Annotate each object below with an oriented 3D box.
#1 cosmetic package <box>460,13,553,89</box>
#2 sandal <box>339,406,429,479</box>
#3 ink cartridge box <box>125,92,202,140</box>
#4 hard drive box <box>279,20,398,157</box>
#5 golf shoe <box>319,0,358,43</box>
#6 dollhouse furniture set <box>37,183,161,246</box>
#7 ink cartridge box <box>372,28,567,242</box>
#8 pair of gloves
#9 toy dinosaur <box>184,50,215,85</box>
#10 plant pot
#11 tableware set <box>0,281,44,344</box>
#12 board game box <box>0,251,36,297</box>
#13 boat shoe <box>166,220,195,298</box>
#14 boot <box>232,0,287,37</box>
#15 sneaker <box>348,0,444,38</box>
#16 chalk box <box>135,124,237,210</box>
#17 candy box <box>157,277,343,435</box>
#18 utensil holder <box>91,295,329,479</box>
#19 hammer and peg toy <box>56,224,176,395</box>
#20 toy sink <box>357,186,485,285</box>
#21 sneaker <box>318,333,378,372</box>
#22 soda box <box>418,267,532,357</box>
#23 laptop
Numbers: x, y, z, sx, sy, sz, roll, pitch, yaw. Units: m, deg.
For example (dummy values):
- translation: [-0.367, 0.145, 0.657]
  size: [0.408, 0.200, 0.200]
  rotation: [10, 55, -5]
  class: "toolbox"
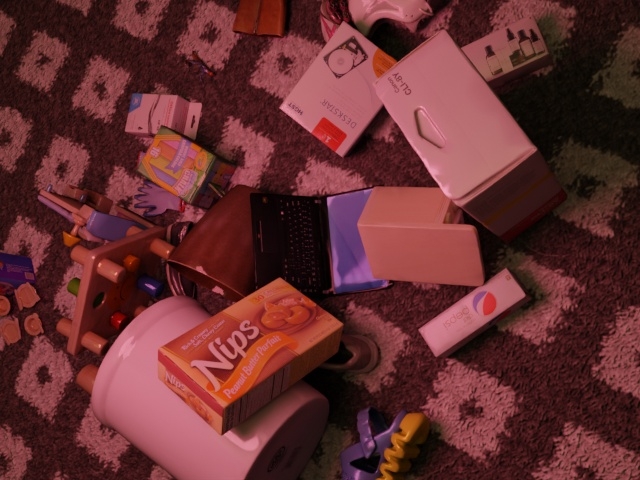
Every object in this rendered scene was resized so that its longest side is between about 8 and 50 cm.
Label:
- translation: [0.346, -0.367, 1.576]
  size: [0.239, 0.060, 0.098]
  rotation: [-23, 72, 20]
  class: "cosmetic package"
- translation: [0.094, 0.465, 1.531]
  size: [0.138, 0.126, 0.317]
  rotation: [28, 85, 30]
  class: "sandal"
- translation: [-0.396, -0.311, 1.912]
  size: [0.180, 0.060, 0.104]
  rotation: [7, 84, 26]
  class: "ink cartridge box"
- translation: [0.054, -0.325, 1.656]
  size: [0.181, 0.089, 0.232]
  rotation: [37, 100, 1]
  class: "hard drive box"
- translation: [0.046, -0.464, 1.739]
  size: [0.086, 0.068, 0.186]
  rotation: [-23, 80, 63]
  class: "golf shoe"
- translation: [-0.584, -0.010, 1.817]
  size: [0.287, 0.303, 0.198]
  rotation: [26, 92, 26]
  class: "dollhouse furniture set"
- translation: [0.287, -0.173, 1.390]
  size: [0.160, 0.385, 0.279]
  rotation: [-37, 68, 15]
  class: "ink cartridge box"
- translation: [-0.399, -0.155, 1.911]
  size: [0.159, 0.023, 0.198]
  rotation: [4, 84, 24]
  class: "pair of gloves"
- translation: [-0.298, -0.437, 1.901]
  size: [0.082, 0.047, 0.090]
  rotation: [14, 77, 8]
  class: "toy dinosaur"
- translation: [-0.194, -0.001, 1.706]
  size: [0.215, 0.215, 0.230]
  rotation: [20, 74, 26]
  class: "plant pot"
- translation: [-0.807, 0.197, 2.025]
  size: [0.169, 0.020, 0.141]
  rotation: [-20, 90, 19]
  class: "tableware set"
- translation: [-0.947, 0.100, 1.943]
  size: [0.233, 0.347, 0.078]
  rotation: [-26, 71, 19]
  class: "board game box"
- translation: [-0.321, 0.049, 1.811]
  size: [0.065, 0.075, 0.206]
  rotation: [-18, 70, 25]
  class: "boat shoe"
- translation: [-0.083, -0.623, 1.800]
  size: [0.264, 0.096, 0.280]
  rotation: [8, 86, 26]
  class: "boot"
- translation: [0.223, -0.531, 1.644]
  size: [0.331, 0.122, 0.146]
  rotation: [-15, 93, 21]
  class: "sneaker"
- translation: [-0.296, -0.159, 1.792]
  size: [0.213, 0.132, 0.132]
  rotation: [30, 93, 15]
  class: "chalk box"
- translation: [-0.129, 0.209, 1.448]
  size: [0.183, 0.316, 0.087]
  rotation: [34, 135, 29]
  class: "candy box"
- translation: [-0.223, 0.348, 1.578]
  size: [0.386, 0.328, 0.327]
  rotation: [30, 95, 25]
  class: "utensil holder"
- translation: [-0.462, 0.150, 1.708]
  size: [0.127, 0.266, 0.361]
  rotation: [26, 114, 17]
  class: "hammer and peg toy"
- translation: [0.214, -0.014, 1.507]
  size: [0.234, 0.152, 0.131]
  rotation: [3, 44, 25]
  class: "toy sink"
- translation: [-0.016, 0.227, 1.613]
  size: [0.263, 0.121, 0.099]
  rotation: [-1, 80, 25]
  class: "sneaker"
- translation: [0.306, 0.146, 1.502]
  size: [0.216, 0.074, 0.069]
  rotation: [-38, 68, 15]
  class: "soda box"
- translation: [0.000, 0.000, 1.633]
  size: [0.137, 0.265, 0.234]
  rotation: [-25, 66, 58]
  class: "laptop"
